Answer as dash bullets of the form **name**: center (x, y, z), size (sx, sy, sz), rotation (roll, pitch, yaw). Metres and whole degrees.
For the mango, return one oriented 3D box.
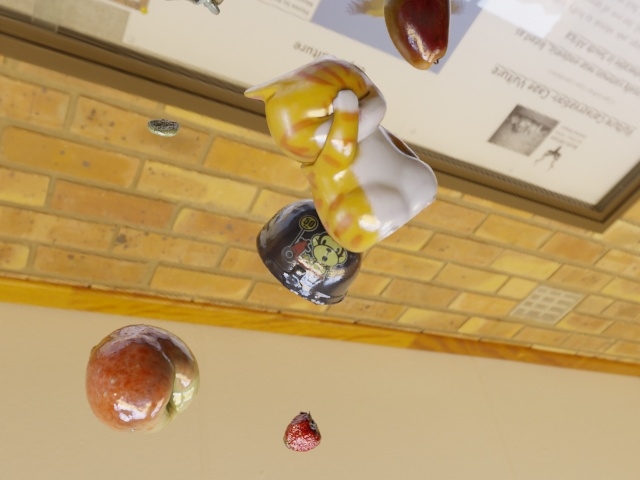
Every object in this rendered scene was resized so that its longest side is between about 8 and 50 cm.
- **mango**: center (0.190, -0.469, 1.136), size (0.133, 0.111, 0.268), rotation (-2, -101, 1)

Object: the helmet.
- **helmet**: center (0.000, 0.000, 1.214), size (0.230, 0.160, 0.279), rotation (37, -152, -4)

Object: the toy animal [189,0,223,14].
- **toy animal**: center (-0.140, -0.375, 0.628), size (0.169, 0.255, 0.090), rotation (22, -113, -26)

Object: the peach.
- **peach**: center (-0.362, 0.267, 1.133), size (0.232, 0.233, 0.233), rotation (21, -144, -17)

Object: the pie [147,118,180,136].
- **pie**: center (-0.394, -0.285, 1.447), size (0.084, 0.021, 0.084), rotation (11, -146, -7)

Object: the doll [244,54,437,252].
- **doll**: center (0.038, -0.113, 0.752), size (0.166, 0.162, 0.270), rotation (-33, -77, -34)

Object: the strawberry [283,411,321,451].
- **strawberry**: center (-0.049, 0.505, 1.495), size (0.106, 0.106, 0.106), rotation (21, -144, -17)
